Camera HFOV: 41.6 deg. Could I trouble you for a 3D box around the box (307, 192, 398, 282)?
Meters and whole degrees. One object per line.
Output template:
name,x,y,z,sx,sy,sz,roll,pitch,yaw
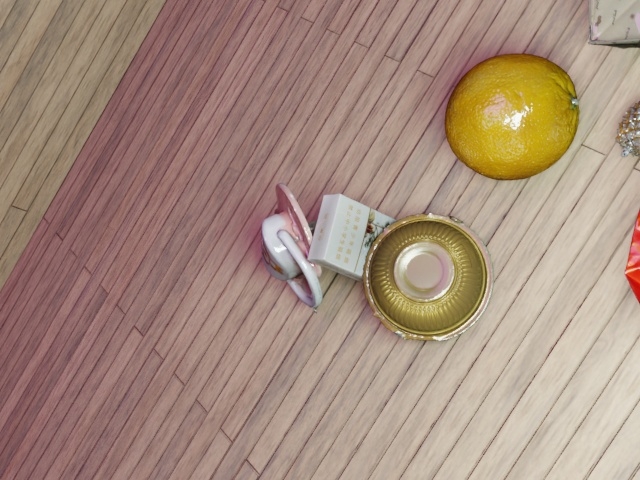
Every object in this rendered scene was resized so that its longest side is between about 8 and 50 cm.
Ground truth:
box,0.094,0.008,1.810,0.067,0.233,0.150,2,72,54

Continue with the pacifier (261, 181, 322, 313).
pacifier,-0.034,-0.004,1.929,0.220,0.332,0.273,29,69,7

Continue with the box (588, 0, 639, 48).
box,0.654,-0.468,1.513,0.297,0.190,0.225,6,100,43

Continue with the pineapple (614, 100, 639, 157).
pineapple,0.616,-0.250,1.566,0.103,0.083,0.221,32,92,43

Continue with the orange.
orange,0.382,-0.245,1.669,0.264,0.264,0.264,-17,62,35

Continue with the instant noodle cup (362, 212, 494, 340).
instant noodle cup,0.212,0.066,1.699,0.273,0.091,0.274,-2,79,11

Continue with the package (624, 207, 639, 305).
package,0.624,-0.045,1.395,0.123,0.196,0.424,9,80,48
